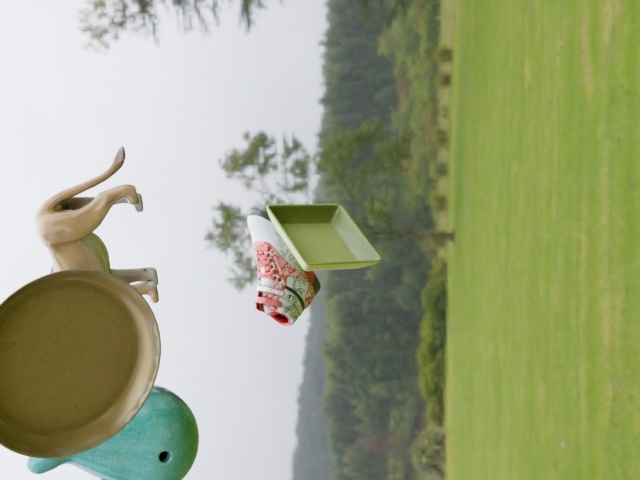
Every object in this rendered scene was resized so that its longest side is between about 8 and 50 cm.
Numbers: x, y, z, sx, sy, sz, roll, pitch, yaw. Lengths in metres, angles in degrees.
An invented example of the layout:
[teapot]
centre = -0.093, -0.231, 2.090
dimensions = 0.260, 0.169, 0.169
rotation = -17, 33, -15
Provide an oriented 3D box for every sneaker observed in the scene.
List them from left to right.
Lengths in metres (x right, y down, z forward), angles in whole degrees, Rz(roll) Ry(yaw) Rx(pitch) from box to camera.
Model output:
[sneaker]
centre = -0.105, 0.069, 2.122
dimensions = 0.145, 0.090, 0.270
rotation = -54, -51, -31

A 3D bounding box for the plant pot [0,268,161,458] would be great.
[plant pot]
centre = -0.304, 0.144, 1.145
dimensions = 0.032, 0.236, 0.236
rotation = 21, 119, 52

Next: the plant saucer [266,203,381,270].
[plant saucer]
centre = 0.000, 0.000, 1.938
dimensions = 0.188, 0.188, 0.045
rotation = 55, 134, 38

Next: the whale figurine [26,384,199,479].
[whale figurine]
centre = -0.319, 0.323, 1.522
dimensions = 0.141, 0.272, 0.216
rotation = 16, 97, 56

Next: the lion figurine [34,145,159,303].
[lion figurine]
centre = -0.412, 0.029, 1.646
dimensions = 0.142, 0.240, 0.392
rotation = -110, 14, -59
